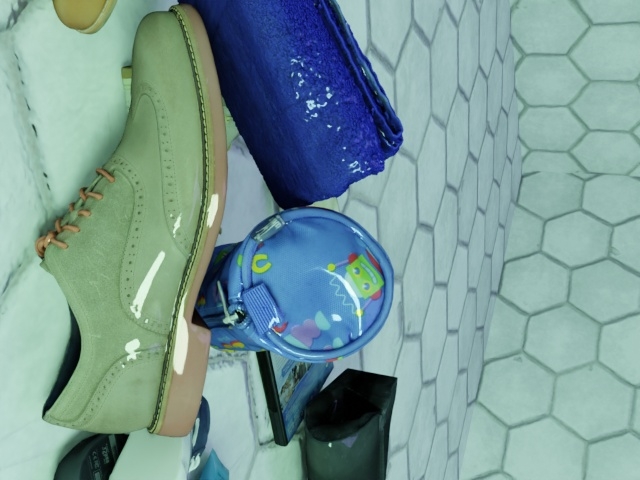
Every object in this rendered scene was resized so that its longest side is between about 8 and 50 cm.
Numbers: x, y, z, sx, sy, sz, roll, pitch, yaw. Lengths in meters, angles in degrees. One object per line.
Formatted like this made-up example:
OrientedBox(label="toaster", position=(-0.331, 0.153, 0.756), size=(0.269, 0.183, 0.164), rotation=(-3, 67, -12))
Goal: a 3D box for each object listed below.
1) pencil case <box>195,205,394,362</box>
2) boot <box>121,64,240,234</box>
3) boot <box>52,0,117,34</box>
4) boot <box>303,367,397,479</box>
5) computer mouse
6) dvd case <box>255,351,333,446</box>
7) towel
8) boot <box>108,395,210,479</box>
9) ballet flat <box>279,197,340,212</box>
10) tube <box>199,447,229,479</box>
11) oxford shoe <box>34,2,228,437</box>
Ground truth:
OrientedBox(label="pencil case", position=(-0.050, 0.048, 0.646), size=(0.133, 0.306, 0.119), rotation=(-19, 90, -21))
OrientedBox(label="boot", position=(-0.111, -0.081, 0.705), size=(0.213, 0.077, 0.164), rotation=(-9, 103, -59))
OrientedBox(label="boot", position=(-0.208, -0.222, 0.464), size=(0.152, 0.073, 0.197), rotation=(-30, 144, -43))
OrientedBox(label="boot", position=(0.021, 0.455, 1.013), size=(0.367, 0.146, 0.444), rotation=(-59, 156, -68))
OrientedBox(label="computer mouse", position=(-0.177, 0.209, 0.680), size=(0.242, 0.041, 0.071), rotation=(9, 66, -72))
OrientedBox(label="dvd case", position=(-0.037, 0.137, 1.001), size=(0.180, 0.022, 0.252), rotation=(-51, 141, -51))
OrientedBox(label="towel", position=(-0.048, -0.176, 0.552), size=(0.308, 0.076, 0.228), rotation=(65, -13, -5))
OrientedBox(label="boot", position=(-0.133, 0.196, 0.640), size=(0.189, 0.069, 0.086), rotation=(-88, 162, -48))
OrientedBox(label="ballet flat", position=(0.000, 0.000, 0.952), size=(0.248, 0.086, 0.086), rotation=(64, 36, -29))
OrientedBox(label="tube", position=(-0.138, 0.343, 0.784), size=(0.080, 0.052, 0.207), rotation=(86, 16, -56))
OrientedBox(label="oxford shoe", position=(-0.150, -0.013, 0.549), size=(0.130, 0.123, 0.347), rotation=(3, 93, -23))
